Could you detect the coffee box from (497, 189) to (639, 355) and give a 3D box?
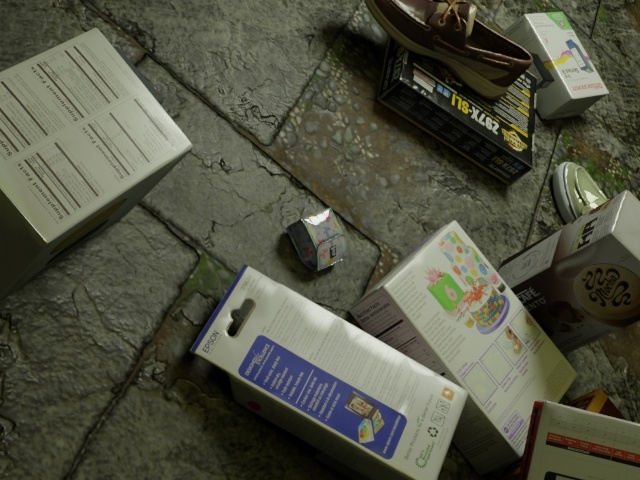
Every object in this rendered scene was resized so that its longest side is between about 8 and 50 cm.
[{"bbox_3d":[0.441,0.065,1.741,0.168,0.297,0.119,42,48,-11],"label":"coffee box"}]

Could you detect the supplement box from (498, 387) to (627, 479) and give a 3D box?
[{"bbox_3d":[0.419,0.377,1.644,0.194,0.129,0.191,51,44,-1],"label":"supplement box"}]

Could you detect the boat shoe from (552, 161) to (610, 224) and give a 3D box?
[{"bbox_3d":[0.552,-0.028,2.036,0.109,0.094,0.302,-8,69,-42],"label":"boat shoe"}]

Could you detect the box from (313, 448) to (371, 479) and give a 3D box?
[{"bbox_3d":[0.078,0.262,1.506,0.145,0.038,0.186,35,45,-16],"label":"box"}]

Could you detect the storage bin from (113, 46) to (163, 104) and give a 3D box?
[{"bbox_3d":[-0.290,-0.211,1.481,0.135,0.098,0.091,49,16,-3],"label":"storage bin"}]

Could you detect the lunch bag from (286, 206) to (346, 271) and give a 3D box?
[{"bbox_3d":[0.000,0.000,1.601,0.071,0.053,0.083,-22,88,-43],"label":"lunch bag"}]

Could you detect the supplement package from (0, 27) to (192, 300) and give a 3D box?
[{"bbox_3d":[-0.340,-0.089,1.273,0.198,0.199,0.262,51,44,-2],"label":"supplement package"}]

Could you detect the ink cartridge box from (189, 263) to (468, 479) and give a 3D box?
[{"bbox_3d":[0.012,0.194,1.439,0.371,0.069,0.176,31,49,-2],"label":"ink cartridge box"}]

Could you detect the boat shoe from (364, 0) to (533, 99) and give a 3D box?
[{"bbox_3d":[0.235,-0.387,1.878,0.342,0.123,0.123,33,47,-18],"label":"boat shoe"}]

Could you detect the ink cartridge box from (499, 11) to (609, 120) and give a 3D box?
[{"bbox_3d":[0.490,-0.369,2.206,0.154,0.093,0.212,-14,74,-44],"label":"ink cartridge box"}]

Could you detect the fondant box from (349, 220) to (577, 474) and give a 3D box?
[{"bbox_3d":[0.232,0.163,1.654,0.330,0.096,0.238,52,44,-1],"label":"fondant box"}]

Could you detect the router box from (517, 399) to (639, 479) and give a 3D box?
[{"bbox_3d":[0.438,0.409,1.472,0.335,0.082,0.301,14,83,5],"label":"router box"}]

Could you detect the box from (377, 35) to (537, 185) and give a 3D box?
[{"bbox_3d":[0.268,-0.288,1.985,0.322,0.079,0.257,30,50,-21],"label":"box"}]
